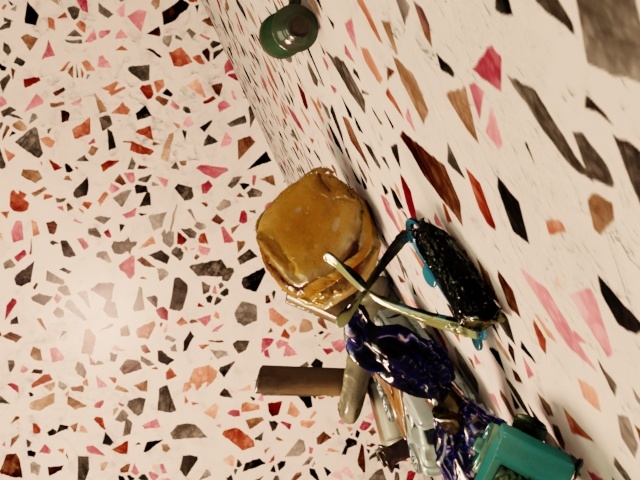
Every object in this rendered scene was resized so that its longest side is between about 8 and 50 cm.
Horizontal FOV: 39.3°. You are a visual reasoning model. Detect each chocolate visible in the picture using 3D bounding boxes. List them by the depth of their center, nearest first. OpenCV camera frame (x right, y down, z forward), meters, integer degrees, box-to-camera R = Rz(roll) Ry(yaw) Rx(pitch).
[{"bbox_3d":[0.153,0.208,1.213,0.343,0.126,0.148,53,179,-13],"label":"chocolate"}]

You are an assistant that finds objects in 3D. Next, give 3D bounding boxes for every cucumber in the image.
[{"bbox_3d":[0.161,0.040,1.066,0.053,0.053,0.181,70,175,-52],"label":"cucumber"}]

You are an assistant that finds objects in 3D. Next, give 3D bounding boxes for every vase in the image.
[{"bbox_3d":[0.193,0.371,1.674,0.120,0.183,0.120,155,90,-86],"label":"vase"}]

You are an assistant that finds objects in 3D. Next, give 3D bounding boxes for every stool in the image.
[{"bbox_3d":[0.009,0.210,1.891,0.310,0.226,0.310,95,-170,-79],"label":"stool"}]

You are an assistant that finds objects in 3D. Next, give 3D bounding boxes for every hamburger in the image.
[{"bbox_3d":[0.000,0.000,1.665,0.163,0.244,0.244,34,-158,-54],"label":"hamburger"}]

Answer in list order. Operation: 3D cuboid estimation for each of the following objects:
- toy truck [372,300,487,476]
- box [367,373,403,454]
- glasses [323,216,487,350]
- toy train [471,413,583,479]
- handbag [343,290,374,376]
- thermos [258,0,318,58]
[{"bbox_3d":[0.180,0.252,1.522,0.338,0.133,0.184,-119,14,-62],"label":"toy truck"},{"bbox_3d":[0.185,0.358,1.906,0.312,0.175,0.182,86,167,-78],"label":"box"},{"bbox_3d":[0.106,0.050,1.154,0.239,0.207,0.102,56,134,51],"label":"glasses"},{"bbox_3d":[0.213,0.306,1.035,0.112,0.203,0.163,23,-176,9],"label":"toy train"},{"bbox_3d":[0.115,0.236,2.308,0.325,0.118,0.269,62,175,3],"label":"handbag"},{"bbox_3d":[-0.042,-0.316,1.337,0.073,0.083,0.188,43,179,-14],"label":"thermos"}]
